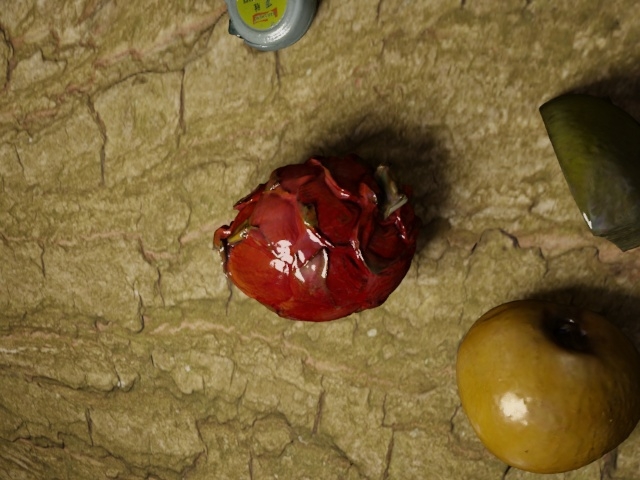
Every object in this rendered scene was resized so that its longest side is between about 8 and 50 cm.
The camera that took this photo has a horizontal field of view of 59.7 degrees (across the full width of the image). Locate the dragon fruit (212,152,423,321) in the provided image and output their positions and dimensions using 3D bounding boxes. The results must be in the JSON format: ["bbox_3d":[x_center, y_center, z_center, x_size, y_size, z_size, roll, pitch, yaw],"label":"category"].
[{"bbox_3d":[0.000,0.000,0.915,0.343,0.277,0.277,-30,97,26],"label":"dragon fruit"}]

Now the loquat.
[{"bbox_3d":[0.345,0.231,0.870,0.275,0.275,0.274,8,112,19],"label":"loquat"}]

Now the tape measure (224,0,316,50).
[{"bbox_3d":[-0.006,-0.398,0.863,0.331,0.084,0.163,-5,110,24],"label":"tape measure"}]

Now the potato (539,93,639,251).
[{"bbox_3d":[0.397,-0.074,0.734,0.112,0.255,0.269,-31,97,30],"label":"potato"}]
